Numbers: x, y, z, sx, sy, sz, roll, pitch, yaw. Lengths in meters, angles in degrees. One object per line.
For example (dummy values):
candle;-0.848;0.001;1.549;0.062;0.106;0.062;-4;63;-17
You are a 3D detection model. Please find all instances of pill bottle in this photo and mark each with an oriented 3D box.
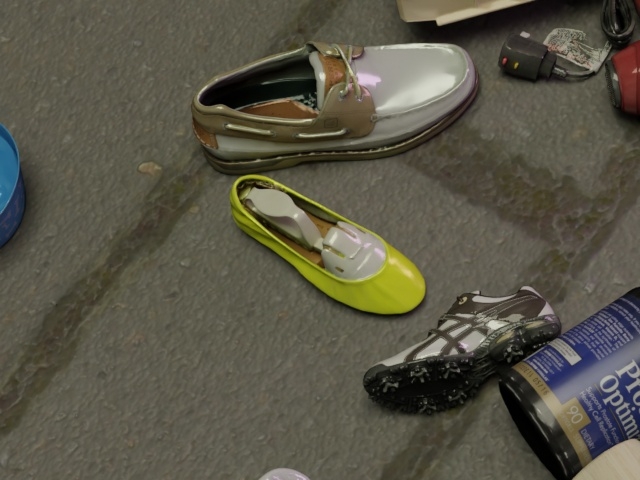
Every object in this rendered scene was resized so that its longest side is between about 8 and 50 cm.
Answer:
pill bottle;0.283;0.119;1.595;0.219;0.123;0.123;-32;61;-5

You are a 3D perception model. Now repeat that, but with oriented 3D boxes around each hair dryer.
hair dryer;0.347;-0.228;1.787;0.293;0.080;0.224;24;69;21

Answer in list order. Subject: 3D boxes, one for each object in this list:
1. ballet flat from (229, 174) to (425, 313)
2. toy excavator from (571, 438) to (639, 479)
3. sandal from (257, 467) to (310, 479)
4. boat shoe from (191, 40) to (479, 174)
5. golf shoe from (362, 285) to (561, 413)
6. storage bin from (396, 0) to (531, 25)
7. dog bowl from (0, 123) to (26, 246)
ballet flat;0.000;0.000;1.740;0.231;0.077;0.077;30;72;24
toy excavator;0.456;0.137;1.472;0.445;0.433;0.222;-55;50;24
sandal;-0.062;0.338;1.576;0.102;0.076;0.265;21;76;-17
boat shoe;0.015;-0.147;1.799;0.302;0.103;0.113;-16;61;3
golf shoe;0.132;0.102;1.672;0.198;0.077;0.094;-15;47;-1
storage bin;0.183;-0.379;1.846;0.260;0.123;0.262;-14;49;4
dog bowl;-0.449;-0.064;1.870;0.297;0.074;0.166;13;67;17
